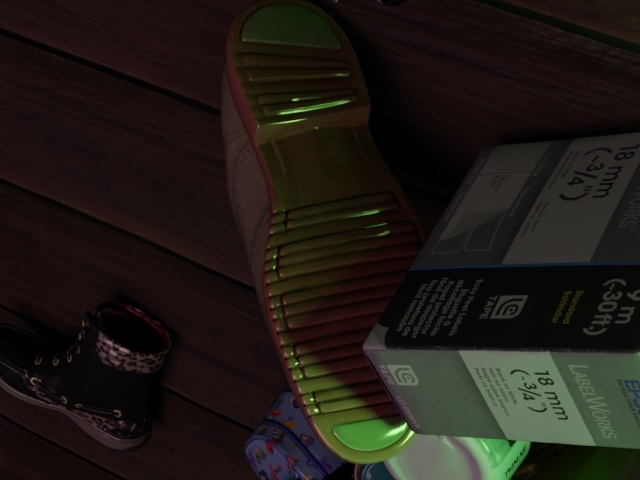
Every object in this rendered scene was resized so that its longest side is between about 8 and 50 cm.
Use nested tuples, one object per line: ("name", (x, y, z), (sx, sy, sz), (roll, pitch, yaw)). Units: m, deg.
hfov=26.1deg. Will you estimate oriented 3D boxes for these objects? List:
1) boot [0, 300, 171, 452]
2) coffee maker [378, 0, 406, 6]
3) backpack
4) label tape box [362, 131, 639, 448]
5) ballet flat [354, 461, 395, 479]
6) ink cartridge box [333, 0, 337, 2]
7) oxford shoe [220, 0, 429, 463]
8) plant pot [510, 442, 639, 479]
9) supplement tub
("boot", (-0.280, 0.123, 1.579), (0.236, 0.085, 0.179), (30, 133, 8))
("coffee maker", (0.105, -0.235, 0.988), (0.178, 0.120, 0.171), (-14, 112, 44))
("backpack", (-0.012, 0.246, 1.421), (0.173, 0.117, 0.158), (50, 157, 5))
("label tape box", (0.231, 0.029, 0.986), (0.333, 0.241, 0.106), (-3, 130, 38))
("ballet flat", (0.136, 0.262, 1.331), (0.248, 0.086, 0.086), (35, 138, -11))
("ink cartridge box", (-0.048, -0.304, 0.951), (0.223, 0.045, 0.224), (37, 135, 17))
("oxford shoe", (0.000, 0.000, 1.154), (0.146, 0.140, 0.397), (122, 141, -63))
("plant pot", (0.236, 0.293, 1.165), (0.228, 0.227, 0.207), (50, 133, -1))
("supplement tub", (0.141, 0.132, 1.177), (0.117, 0.190, 0.117), (21, 132, 26))
